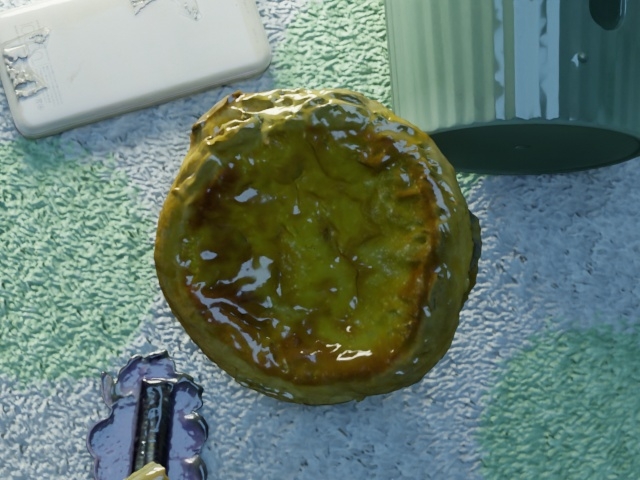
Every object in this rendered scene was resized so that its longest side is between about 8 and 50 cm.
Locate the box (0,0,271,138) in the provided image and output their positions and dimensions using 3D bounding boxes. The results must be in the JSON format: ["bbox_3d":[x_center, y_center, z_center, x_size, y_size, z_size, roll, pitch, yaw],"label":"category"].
[{"bbox_3d":[-0.203,-0.211,1.946,0.285,0.044,0.142,-17,80,-9],"label":"box"}]

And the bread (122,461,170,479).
[{"bbox_3d":[-0.197,0.374,1.728,0.239,0.111,0.246,-31,94,-12],"label":"bread"}]

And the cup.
[{"bbox_3d":[0.248,-0.282,1.873,0.400,0.310,0.392,0,81,-3],"label":"cup"}]

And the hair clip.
[{"bbox_3d":[-0.175,0.204,1.843,0.124,0.052,0.195,3,71,-10],"label":"hair clip"}]

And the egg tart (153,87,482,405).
[{"bbox_3d":[0.004,0.002,1.829,0.341,0.129,0.341,4,103,16],"label":"egg tart"}]
